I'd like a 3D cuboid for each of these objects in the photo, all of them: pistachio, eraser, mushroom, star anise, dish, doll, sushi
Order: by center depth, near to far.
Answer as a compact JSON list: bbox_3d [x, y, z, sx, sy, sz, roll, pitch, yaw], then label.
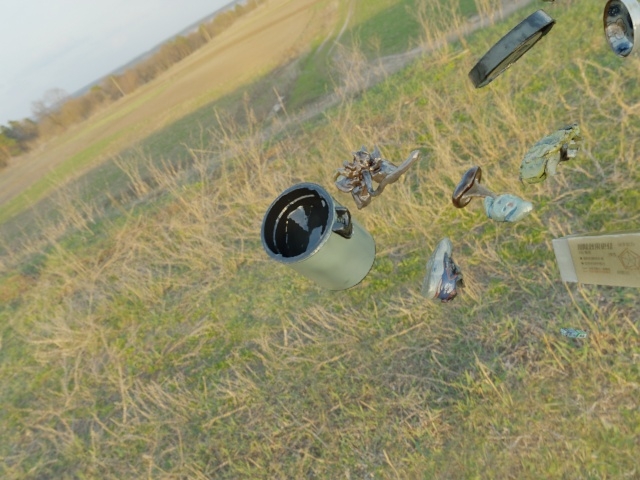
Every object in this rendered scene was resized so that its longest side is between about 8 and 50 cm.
[{"bbox_3d":[0.120,-0.102,0.710,0.149,0.218,0.227,-11,38,-10],"label":"star anise"},{"bbox_3d":[0.730,-0.508,0.937,0.078,0.141,0.141,-18,34,18],"label":"dish"},{"bbox_3d":[0.783,0.046,1.076,0.078,0.143,0.343,-15,1,-12],"label":"eraser"},{"bbox_3d":[0.618,-0.106,1.349,0.103,0.072,0.214,-66,19,7],"label":"doll"},{"bbox_3d":[0.782,-0.290,1.350,0.291,0.131,0.139,-35,10,-24],"label":"sushi"},{"bbox_3d":[0.150,-0.219,1.589,0.144,0.215,0.143,-13,73,51],"label":"pistachio"},{"bbox_3d":[0.751,-0.226,1.883,0.218,0.148,0.226,26,85,36],"label":"mushroom"}]

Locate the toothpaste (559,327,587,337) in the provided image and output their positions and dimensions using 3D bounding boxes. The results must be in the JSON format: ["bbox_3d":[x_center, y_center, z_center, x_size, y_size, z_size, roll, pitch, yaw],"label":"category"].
[{"bbox_3d":[0.702,0.257,1.126,0.084,0.017,0.020,8,17,-23],"label":"toothpaste"}]

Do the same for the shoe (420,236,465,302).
[{"bbox_3d":[0.380,0.091,1.199,0.126,0.099,0.227,22,57,7],"label":"shoe"}]

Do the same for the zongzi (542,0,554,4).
[{"bbox_3d":[0.771,-1.042,1.368,0.448,0.417,0.181,-21,56,-45],"label":"zongzi"}]

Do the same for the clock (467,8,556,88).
[{"bbox_3d":[0.695,-0.697,1.492,0.325,0.067,0.325,-37,-3,-3],"label":"clock"}]

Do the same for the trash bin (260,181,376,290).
[{"bbox_3d":[0.000,0.000,1.095,0.278,0.263,0.216,0,69,32],"label":"trash bin"}]
